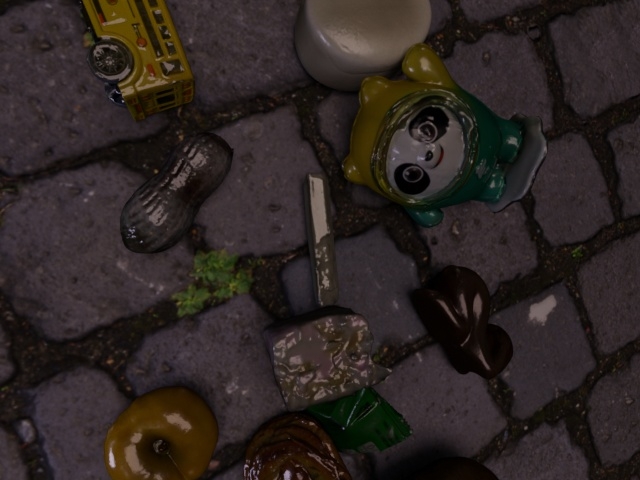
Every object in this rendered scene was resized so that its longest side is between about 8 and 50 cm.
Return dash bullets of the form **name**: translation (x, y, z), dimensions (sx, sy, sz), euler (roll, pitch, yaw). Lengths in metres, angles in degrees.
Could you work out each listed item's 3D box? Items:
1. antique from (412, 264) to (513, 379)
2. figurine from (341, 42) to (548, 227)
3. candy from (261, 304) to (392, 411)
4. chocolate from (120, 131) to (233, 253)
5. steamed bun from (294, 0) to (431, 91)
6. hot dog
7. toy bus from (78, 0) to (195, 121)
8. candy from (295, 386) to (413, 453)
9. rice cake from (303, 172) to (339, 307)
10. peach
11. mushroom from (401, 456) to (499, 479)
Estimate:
- **antique**: translation (0.310, 0.173, 0.850), dimensions (0.143, 0.121, 0.257), euler (-34, 92, -23)
- **figurine**: translation (0.216, -0.178, 0.776), dimensions (0.339, 0.231, 0.324), euler (11, 114, -11)
- **candy**: translation (0.000, 0.196, 0.721), dimensions (0.184, 0.195, 0.137), euler (-12, 88, -12)
- **chocolate**: translation (-0.240, -0.082, 0.690), dimensions (0.110, 0.110, 0.248), euler (35, 83, -14)
- **steamed bun**: translation (0.083, -0.382, 0.765), dimensions (0.241, 0.146, 0.164), euler (-15, 90, -16)
- **hot dog**: translation (-0.023, 0.458, 0.738), dimensions (0.195, 0.122, 0.273), euler (-22, 97, 11)
- **toy bus**: translation (-0.321, -0.376, 0.647), dimensions (0.151, 0.144, 0.331), euler (-22, 97, -15)
- **candy**: translation (0.046, 0.330, 0.749), dimensions (0.078, 0.203, 0.141), euler (-29, 92, -58)
- **rice cake**: translation (0.000, 0.000, 0.785), dimensions (0.052, 0.057, 0.257), euler (-6, 90, 9)
- **peach**: translation (-0.261, 0.336, 0.682), dimensions (0.179, 0.103, 0.180), euler (-1, 93, -18)
- **mushroom**: translation (0.229, 0.578, 0.767), dimensions (0.344, 0.239, 0.346), euler (-4, 111, -10)
